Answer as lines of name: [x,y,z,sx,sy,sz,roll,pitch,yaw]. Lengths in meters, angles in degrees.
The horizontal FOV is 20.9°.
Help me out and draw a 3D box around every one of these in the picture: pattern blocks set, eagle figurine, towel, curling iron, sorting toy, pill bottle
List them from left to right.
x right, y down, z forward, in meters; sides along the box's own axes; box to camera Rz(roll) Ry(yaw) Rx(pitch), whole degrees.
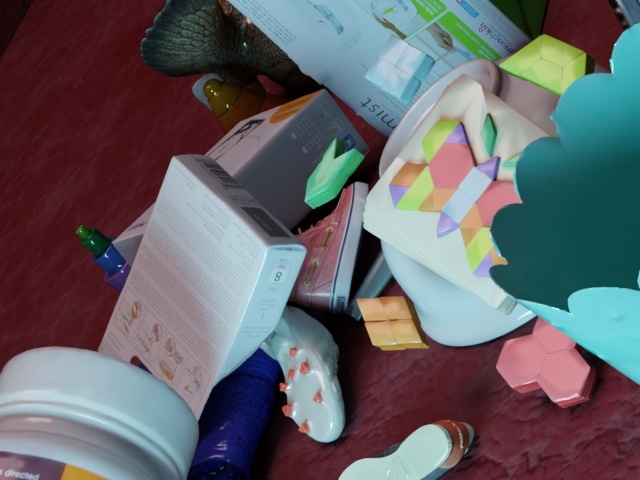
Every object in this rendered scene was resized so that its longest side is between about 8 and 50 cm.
pill bottle: [-0.243,0.301,1.450,0.224,0.224,0.392,-28,36,45]
sorting toy: [-0.182,-0.083,2.226,0.365,0.126,0.127,-41,23,22]
towel: [-0.110,0.153,1.783,0.228,0.076,0.308,-24,33,37]
eagle figurine: [-0.098,-0.262,2.203,0.226,0.225,0.298,-36,16,8]
curling iron: [0.105,-0.038,1.703,0.274,0.035,0.068,-60,1,-10]
pattern blocks set: [0.126,-0.035,1.389,0.325,0.026,0.285,22,85,38]

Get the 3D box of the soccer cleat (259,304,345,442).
soccer cleat: [-0.007,0.118,1.634,0.068,0.076,0.196,-67,32,24]

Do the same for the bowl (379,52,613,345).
bowl: [0.146,-0.065,1.522,0.298,0.134,0.298,-43,22,22]

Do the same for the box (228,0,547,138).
box: [0.068,-0.268,1.831,0.231,0.262,0.126,-33,27,42]

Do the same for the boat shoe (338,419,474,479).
boat shoe: [0.067,0.185,1.404,0.137,0.049,0.043,-40,-18,33]

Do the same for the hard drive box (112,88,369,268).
hard drive box: [-0.086,-0.048,1.889,0.232,0.089,0.181,-47,18,-32]

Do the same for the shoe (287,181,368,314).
shoe: [0.000,0.000,1.756,0.178,0.081,0.063,-77,-5,-46]

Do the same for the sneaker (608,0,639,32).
sneaker: [0.320,-0.186,1.454,0.125,0.104,0.262,-28,31,11]

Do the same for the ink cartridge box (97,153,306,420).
ink cartridge box: [-0.119,0.059,1.686,0.189,0.066,0.232,42,122,43]

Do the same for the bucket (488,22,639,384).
bucket: [0.268,-0.018,1.129,0.281,0.183,0.281,-41,23,22]
